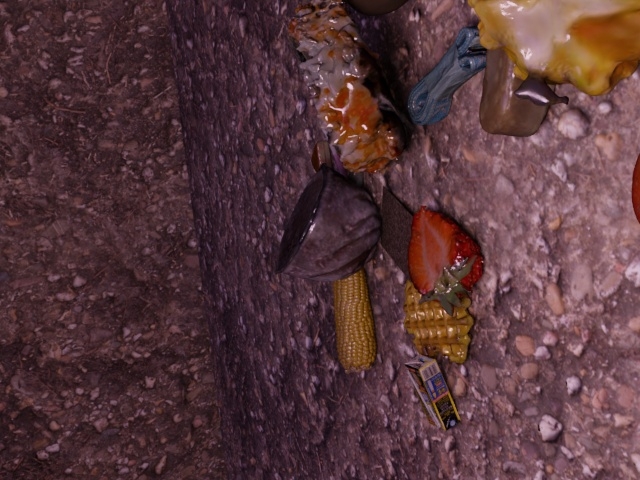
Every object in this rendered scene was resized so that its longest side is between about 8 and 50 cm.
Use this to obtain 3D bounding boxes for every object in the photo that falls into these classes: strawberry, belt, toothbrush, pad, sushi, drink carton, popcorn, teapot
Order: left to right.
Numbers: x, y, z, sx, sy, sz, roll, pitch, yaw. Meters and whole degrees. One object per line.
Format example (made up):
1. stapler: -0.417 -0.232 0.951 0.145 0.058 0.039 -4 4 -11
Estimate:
1. toothbrush: 0.049 -0.210 2.263 0.025 0.020 0.286 -50 54 51
2. sushi: 0.057 -0.325 1.818 0.417 0.176 0.417 60 -172 -13
3. teapot: 0.091 -0.189 2.156 0.043 0.043 0.110 40 131 55
4. pad: 0.180 -0.018 2.011 0.235 0.003 0.158 -123 31 -63
5. drink carton: 0.253 0.345 1.933 0.071 0.056 0.165 10 126 67
6. strawberry: 0.253 0.038 1.796 0.174 0.098 0.228 -60 33 20
7. belt: 0.262 -0.323 1.699 0.302 0.072 0.087 132 128 -63
8. popcorn: 0.382 -0.360 1.249 0.316 0.281 0.297 -21 118 38

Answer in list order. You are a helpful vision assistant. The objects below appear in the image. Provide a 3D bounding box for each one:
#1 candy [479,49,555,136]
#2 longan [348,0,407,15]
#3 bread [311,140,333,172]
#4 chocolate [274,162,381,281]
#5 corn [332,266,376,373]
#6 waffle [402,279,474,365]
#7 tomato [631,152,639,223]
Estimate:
1. candy: 0.346 -0.297 1.486 0.102 0.104 0.233 -135 42 -59
2. longan: 0.121 -0.579 1.768 0.196 0.197 0.220 26 114 61
3. bread: 0.002 -0.216 2.333 0.062 0.043 0.108 -4 97 63
4. chocolate: 0.036 -0.012 2.113 0.303 0.213 0.303 -157 90 -79
5. corn: 0.088 0.192 2.238 0.106 0.106 0.305 173 92 -66
6. waffle: 0.258 0.168 1.913 0.291 0.051 0.291 172 90 -68
7. tomato: 0.525 -0.078 1.207 0.225 0.085 0.224 174 90 -66
